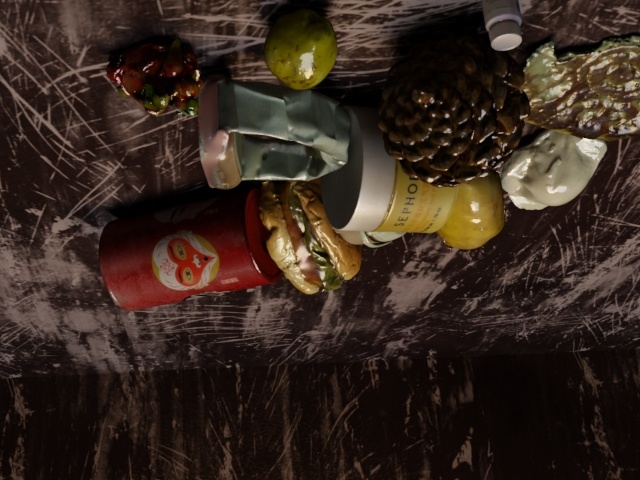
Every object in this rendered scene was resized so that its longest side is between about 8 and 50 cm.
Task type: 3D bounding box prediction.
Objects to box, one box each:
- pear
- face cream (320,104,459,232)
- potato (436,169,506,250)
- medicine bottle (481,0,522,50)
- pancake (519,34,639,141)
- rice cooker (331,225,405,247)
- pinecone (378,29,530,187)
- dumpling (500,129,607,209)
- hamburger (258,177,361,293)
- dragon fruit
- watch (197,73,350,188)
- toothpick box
[{"bbox_3d":[-0.030,-0.278,1.425,0.107,0.107,0.131,6,148,-25],"label":"pear"},{"bbox_3d":[0.119,-0.123,1.702,0.179,0.218,0.218,2,158,-19],"label":"face cream"},{"bbox_3d":[0.291,-0.075,1.929,0.140,0.173,0.300,-24,161,-8],"label":"potato"},{"bbox_3d":[0.261,-0.321,1.395,0.052,0.089,0.052,-4,159,-1],"label":"medicine bottle"},{"bbox_3d":[0.510,-0.267,1.658,0.427,0.066,0.305,-5,152,4],"label":"pancake"},{"bbox_3d":[0.106,-0.063,1.930,0.127,0.145,0.206,-12,-172,35],"label":"rice cooker"},{"bbox_3d":[0.210,-0.208,1.509,0.244,0.243,0.257,-16,-167,27],"label":"pinecone"},{"bbox_3d":[0.439,-0.142,1.875,0.151,0.124,0.229,28,130,-17],"label":"dumpling"},{"bbox_3d":[-0.002,0.003,2.025,0.162,0.208,0.330,-11,160,16],"label":"hamburger"},{"bbox_3d":[-0.247,-0.246,1.481,0.138,0.175,0.142,-6,132,-27],"label":"dragon fruit"},{"bbox_3d":[-0.071,-0.171,1.604,0.241,0.161,0.253,-2,165,0],"label":"watch"},{"bbox_3d":[-0.265,0.021,2.022,0.333,0.204,0.204,-11,158,17],"label":"toothpick box"}]
